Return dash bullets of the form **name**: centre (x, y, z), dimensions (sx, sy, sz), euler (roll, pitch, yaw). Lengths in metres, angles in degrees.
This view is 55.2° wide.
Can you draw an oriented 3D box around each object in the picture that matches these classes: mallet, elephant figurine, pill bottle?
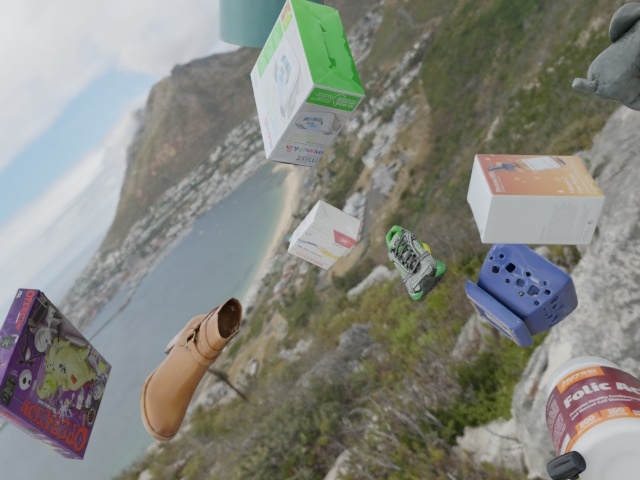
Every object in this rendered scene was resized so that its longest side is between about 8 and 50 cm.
- **mallet**: centre (0.465, 0.438, 1.018), dimensions (0.039, 0.189, 0.062), euler (-16, -34, -44)
- **elephant figurine**: centre (0.649, -0.396, 1.218), dimensions (0.186, 0.169, 0.239), euler (-46, -18, -51)
- **pill bottle**: centre (0.578, 0.385, 1.226), dimensions (0.224, 0.224, 0.392), euler (-40, -1, 15)

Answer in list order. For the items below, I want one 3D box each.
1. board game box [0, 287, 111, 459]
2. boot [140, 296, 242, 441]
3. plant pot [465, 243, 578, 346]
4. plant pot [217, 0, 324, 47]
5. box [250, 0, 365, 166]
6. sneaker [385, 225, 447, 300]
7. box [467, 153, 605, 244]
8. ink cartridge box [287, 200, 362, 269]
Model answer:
- **board game box**: centre (-0.507, 0.264, 1.161), dimensions (0.347, 0.056, 0.208), euler (80, -162, -56)
- **boot**: centre (-0.183, 0.179, 0.888), dimensions (0.152, 0.073, 0.197), euler (-37, 33, 31)
- **plant pot**: centre (0.559, 0.154, 1.733), dimensions (0.212, 0.236, 0.236), euler (-47, 55, -2)
- **plant pot**: centre (-0.128, -0.651, 1.585), dimensions (0.293, 0.235, 0.293), euler (1, 31, 0)
- **box**: centre (-0.036, -0.332, 1.304), dimensions (0.231, 0.127, 0.262), euler (-48, 45, 46)
- **sneaker**: centre (0.261, 0.061, 1.804), dimensions (0.134, 0.146, 0.343), euler (-47, 18, 9)
- **box**: centre (0.334, -0.067, 0.970), dimensions (0.170, 0.091, 0.130), euler (1, 37, -1)
- **ink cartridge box**: centre (0.000, 0.000, 1.466), dimensions (0.198, 0.115, 0.067), euler (-49, 20, 52)
